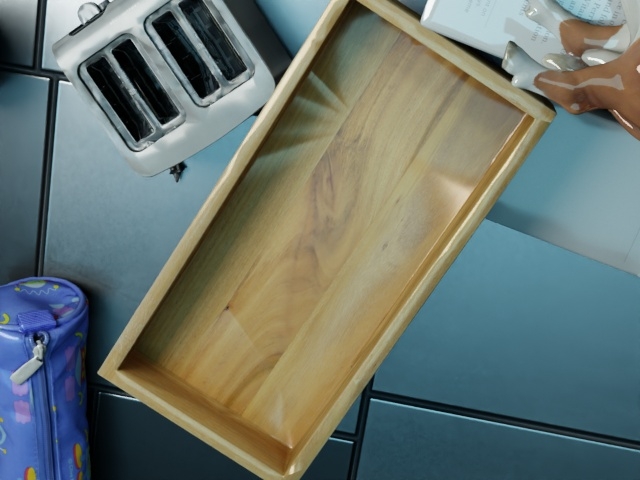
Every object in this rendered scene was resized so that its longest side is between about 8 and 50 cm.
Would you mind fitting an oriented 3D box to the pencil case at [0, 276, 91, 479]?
[{"bbox_3d":[-0.290,0.190,1.193,0.119,0.133,0.306,-5,109,-18],"label":"pencil case"}]

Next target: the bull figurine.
[{"bbox_3d":[0.245,-0.215,0.791,0.188,0.101,0.310,15,104,7],"label":"bull figurine"}]

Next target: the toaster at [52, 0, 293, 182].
[{"bbox_3d":[-0.129,-0.160,1.077,0.168,0.110,0.186,-30,101,16],"label":"toaster"}]

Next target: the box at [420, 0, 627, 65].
[{"bbox_3d":[0.274,-0.197,0.954,0.345,0.215,0.168,23,107,0],"label":"box"}]

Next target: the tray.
[{"bbox_3d":[0.000,0.000,1.018,0.203,0.076,0.411,33,105,-2],"label":"tray"}]

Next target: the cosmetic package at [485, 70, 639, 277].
[{"bbox_3d":[0.202,-0.071,1.063,0.238,0.107,0.127,20,106,5],"label":"cosmetic package"}]
